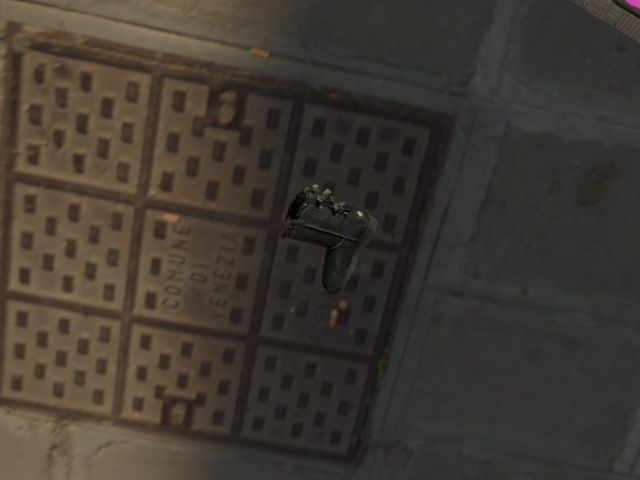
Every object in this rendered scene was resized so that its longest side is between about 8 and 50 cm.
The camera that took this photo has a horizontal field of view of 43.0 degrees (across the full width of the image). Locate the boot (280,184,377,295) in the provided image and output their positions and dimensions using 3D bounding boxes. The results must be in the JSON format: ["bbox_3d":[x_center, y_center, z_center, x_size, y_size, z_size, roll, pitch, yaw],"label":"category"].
[{"bbox_3d":[0.000,0.001,0.950,0.099,0.045,0.121,18,113,-25],"label":"boot"}]

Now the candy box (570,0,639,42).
[{"bbox_3d":[0.264,-0.274,0.684,0.233,0.071,0.159,35,97,7],"label":"candy box"}]
